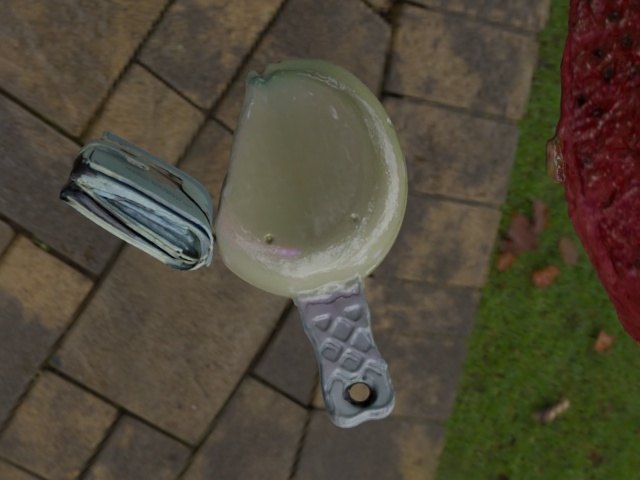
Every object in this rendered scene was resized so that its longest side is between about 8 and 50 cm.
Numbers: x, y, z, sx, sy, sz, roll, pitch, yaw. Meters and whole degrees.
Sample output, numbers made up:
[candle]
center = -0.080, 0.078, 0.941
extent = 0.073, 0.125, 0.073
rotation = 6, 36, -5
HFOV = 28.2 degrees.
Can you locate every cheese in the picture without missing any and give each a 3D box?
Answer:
[cheese]
center = -0.007, 0.000, 0.590
extent = 0.092, 0.047, 0.171
rotation = 2, 76, 8

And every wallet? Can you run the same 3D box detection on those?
[wallet]
center = -0.199, -0.046, 1.430
extent = 0.176, 0.250, 0.075
rotation = 32, 97, -10

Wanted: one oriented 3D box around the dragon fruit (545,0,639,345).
[dragon fruit]
center = 0.186, -0.075, 0.472
extent = 0.161, 0.126, 0.274
rotation = 0, 116, -30
